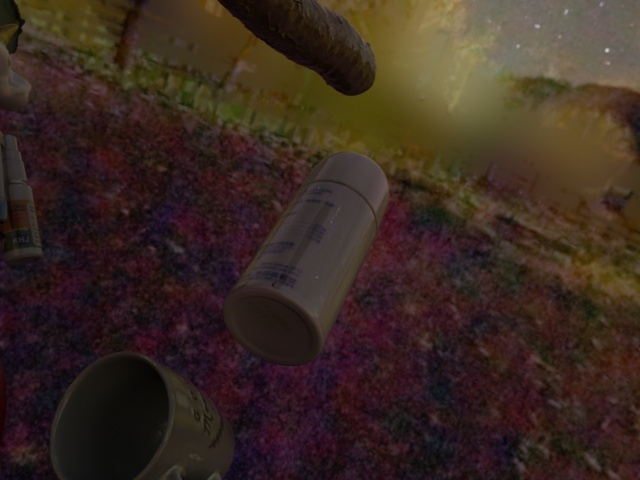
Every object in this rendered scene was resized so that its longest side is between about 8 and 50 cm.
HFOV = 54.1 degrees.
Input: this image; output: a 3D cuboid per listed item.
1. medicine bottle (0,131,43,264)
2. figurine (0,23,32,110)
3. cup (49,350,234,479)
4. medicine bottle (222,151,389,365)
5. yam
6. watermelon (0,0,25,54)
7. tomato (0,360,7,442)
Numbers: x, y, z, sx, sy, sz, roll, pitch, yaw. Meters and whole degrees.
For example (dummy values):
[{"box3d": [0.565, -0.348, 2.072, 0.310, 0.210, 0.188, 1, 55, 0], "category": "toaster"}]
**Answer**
[{"box3d": [-0.517, -0.074, 1.045, 0.061, 0.221, 0.092, -13, -11, -8], "category": "medicine bottle"}, {"box3d": [-0.420, -0.188, 0.754, 0.109, 0.178, 0.130, 43, -6, 32], "category": "figurine"}, {"box3d": [-0.209, 0.303, 0.877, 0.258, 0.186, 0.234, 42, -6, 35], "category": "cup"}, {"box3d": [0.000, 0.000, 0.839, 0.130, 0.130, 0.341, 23, 43, 5], "category": "medicine bottle"}, {"box3d": [-0.022, -0.231, 0.656, 0.081, 0.081, 0.356, 27, 7, 20], "category": "yam"}, {"box3d": [-0.636, -0.331, 0.960, 0.151, 0.302, 0.264, 46, -19, -1], "category": "watermelon"}, {"box3d": [-0.313, 0.084, 0.330, 0.299, 0.226, 0.298, 53, 5, -7], "category": "tomato"}]
